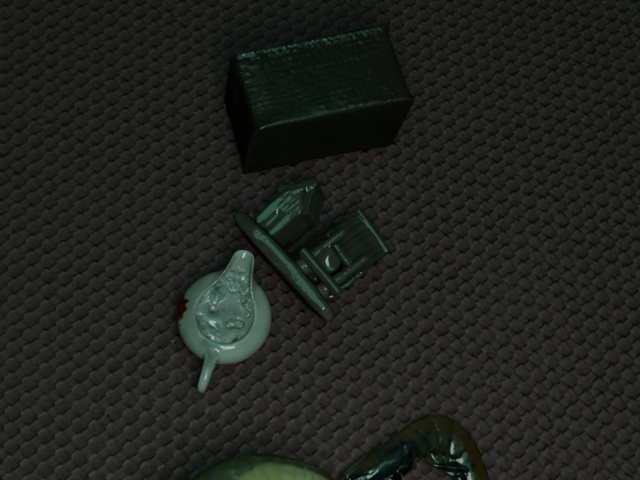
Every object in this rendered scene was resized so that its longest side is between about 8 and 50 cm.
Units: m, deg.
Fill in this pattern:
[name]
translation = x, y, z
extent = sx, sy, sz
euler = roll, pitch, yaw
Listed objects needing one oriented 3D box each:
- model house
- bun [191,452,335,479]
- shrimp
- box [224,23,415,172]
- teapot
[model house]
translation = -0.005, 0.006, 1.888
extent = 0.188, 0.122, 0.229
euler = -37, 76, -21
[bun]
translation = -0.089, 0.474, 1.636
extent = 0.364, 0.202, 0.364
euler = 24, 54, -38
[shrimp]
translation = 0.141, 0.388, 1.803
extent = 0.262, 0.051, 0.198
euler = -27, 76, -19
[box]
translation = -0.006, -0.226, 1.942
extent = 0.273, 0.184, 0.143
euler = -13, 73, -13
[teapot]
translation = -0.150, 0.129, 1.838
extent = 0.145, 0.092, 0.226
euler = 14, 70, 0
